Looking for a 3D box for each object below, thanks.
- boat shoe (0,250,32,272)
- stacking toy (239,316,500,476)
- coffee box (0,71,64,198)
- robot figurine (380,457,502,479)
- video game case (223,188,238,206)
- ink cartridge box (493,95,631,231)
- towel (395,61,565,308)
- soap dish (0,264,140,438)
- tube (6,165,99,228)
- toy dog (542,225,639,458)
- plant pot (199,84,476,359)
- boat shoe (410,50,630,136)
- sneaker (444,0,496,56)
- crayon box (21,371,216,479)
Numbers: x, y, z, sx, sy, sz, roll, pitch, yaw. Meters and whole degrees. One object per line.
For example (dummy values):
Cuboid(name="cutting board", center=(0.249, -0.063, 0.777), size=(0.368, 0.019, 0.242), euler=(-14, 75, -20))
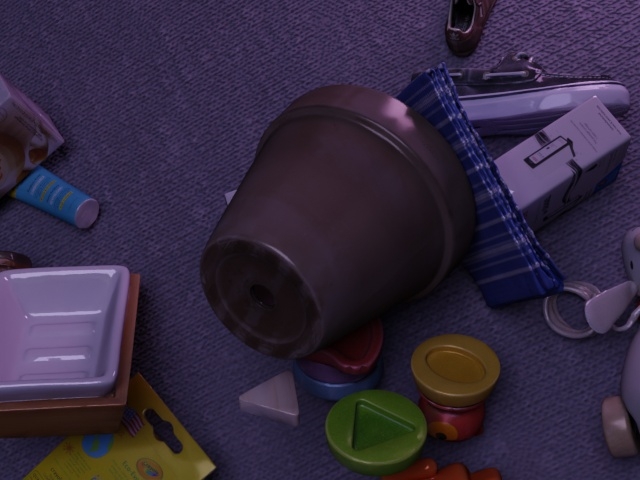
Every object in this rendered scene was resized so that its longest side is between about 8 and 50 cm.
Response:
Cuboid(name="boat shoe", center=(-0.600, 0.099, 1.983), size=(0.324, 0.122, 0.120), euler=(-15, 75, 19))
Cuboid(name="stacking toy", center=(0.061, 0.226, 1.707), size=(0.309, 0.130, 0.279), euler=(21, 43, 25))
Cuboid(name="coffee box", center=(-0.556, -0.137, 2.008), size=(0.246, 0.141, 0.098), euler=(-41, 47, 3))
Cuboid(name="robot figurine", center=(0.149, 0.376, 1.677), size=(0.219, 0.158, 0.128), euler=(-25, 41, 7))
Cuboid(name="video game case", center=(-0.010, -0.014, 1.889), size=(0.232, 0.042, 0.210), euler=(-21, 69, 8))
Cuboid(name="ink cartridge box", center=(0.318, -0.090, 1.748), size=(0.203, 0.148, 0.086), euler=(-33, 71, -8))
Cuboid(name="towel", center=(0.203, -0.064, 1.699), size=(0.040, 0.243, 0.336), euler=(-27, 88, -14))
Cuboid(name="soap dish", center=(-0.380, 0.161, 1.806), size=(0.229, 0.118, 0.291), euler=(-3, 36, -2))
Cuboid(name="tube", center=(-0.449, -0.081, 2.031), size=(0.207, 0.052, 0.080), euler=(25, 72, 29))
Cuboid(name="toy dog", center=(0.430, 0.134, 1.640), size=(0.220, 0.161, 0.334), euler=(-27, 63, 9))
Cuboid(name="plant pot", center=(0.000, 0.000, 1.635), size=(0.323, 0.323, 0.280), euler=(24, 44, 21))
Cuboid(name="boat shoe", center=(0.280, -0.222, 1.833), size=(0.335, 0.121, 0.119), euler=(-2, 76, 16))
Cuboid(name="sneaker", center=(0.236, -0.379, 1.922), size=(0.066, 0.071, 0.188), euler=(9, 76, 18))
Cuboid(name="crayon box", center=(-0.311, 0.375, 1.827), size=(0.318, 0.081, 0.202), euler=(-43, 67, 0))
